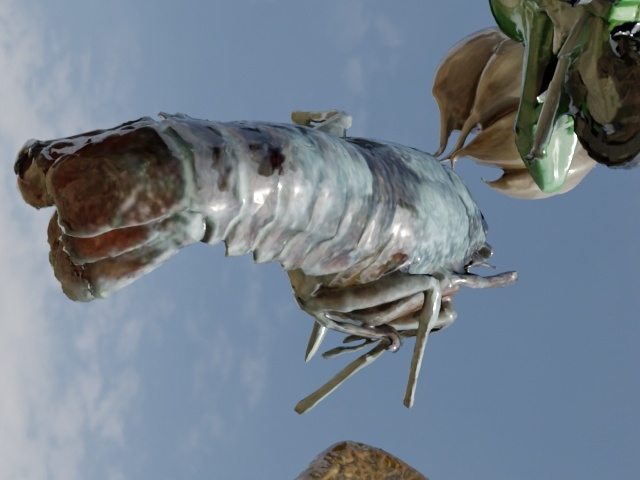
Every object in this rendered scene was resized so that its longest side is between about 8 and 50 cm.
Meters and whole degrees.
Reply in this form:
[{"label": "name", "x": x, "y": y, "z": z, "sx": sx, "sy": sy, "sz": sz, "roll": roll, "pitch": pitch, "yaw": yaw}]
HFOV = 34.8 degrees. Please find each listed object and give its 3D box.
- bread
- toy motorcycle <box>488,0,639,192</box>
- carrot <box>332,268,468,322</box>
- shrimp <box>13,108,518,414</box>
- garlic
[{"label": "bread", "x": 0.025, "y": 0.366, "z": 1.207, "sx": 0.195, "sy": 0.246, "sz": 0.176, "roll": 35, "pitch": -64, "yaw": 17}, {"label": "toy motorcycle", "x": 0.110, "y": -0.121, "z": 0.465, "sx": 0.106, "sy": 0.074, "sz": 0.190, "roll": -17, "pitch": -97, "yaw": 65}, {"label": "carrot", "x": 0.052, "y": 0.034, "z": 0.915, "sx": 0.173, "sy": 0.082, "sz": 0.082, "roll": -13, "pitch": -96, "yaw": 54}, {"label": "shrimp", "x": 0.005, "y": -0.001, "z": 0.613, "sx": 0.166, "sy": 0.410, "sz": 0.221, "roll": -27, "pitch": -109, "yaw": 15}, {"label": "garlic", "x": 0.267, "y": -0.173, "z": 1.366, "sx": 0.210, "sy": 0.292, "sz": 0.237, "roll": 6, "pitch": -85, "yaw": 60}]
